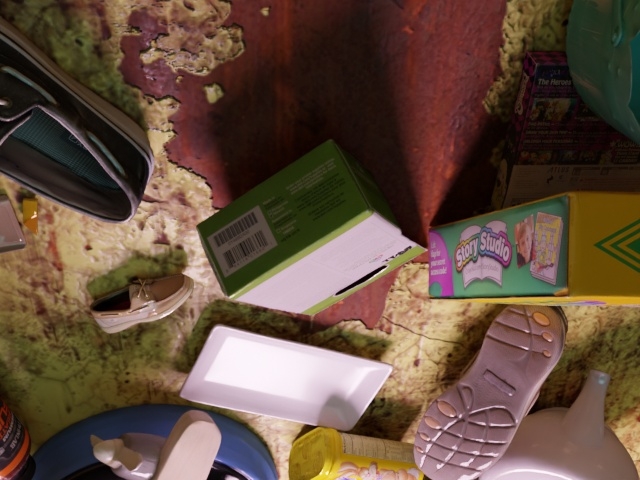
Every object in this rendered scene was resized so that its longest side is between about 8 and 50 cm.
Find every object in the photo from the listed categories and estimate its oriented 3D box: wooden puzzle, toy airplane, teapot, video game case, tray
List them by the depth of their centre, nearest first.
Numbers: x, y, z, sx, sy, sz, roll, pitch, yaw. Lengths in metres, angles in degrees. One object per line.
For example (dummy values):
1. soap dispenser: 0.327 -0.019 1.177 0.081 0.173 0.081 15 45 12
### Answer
1. wooden puzzle: -0.378 -0.017 0.986 0.116 0.014 0.078 -5 124 -8
2. video game case: 0.335 -0.121 1.024 0.232 0.042 0.210 -2 127 -10
3. toy airplane: -0.270 0.430 1.133 0.386 0.272 0.384 -40 146 -26
4. tray: -0.047 0.188 1.198 0.270 0.030 0.145 16 123 -22
5. teapot: 0.372 0.349 1.317 0.256 0.187 0.252 -24 113 41

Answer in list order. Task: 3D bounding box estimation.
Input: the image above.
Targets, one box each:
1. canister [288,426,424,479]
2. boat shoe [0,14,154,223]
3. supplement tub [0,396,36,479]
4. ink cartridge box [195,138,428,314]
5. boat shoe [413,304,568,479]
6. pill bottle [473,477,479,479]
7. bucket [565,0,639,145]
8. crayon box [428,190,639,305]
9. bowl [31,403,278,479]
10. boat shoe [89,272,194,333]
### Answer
1. canister: 0.054 0.335 1.288 0.170 0.073 0.126 14 147 -23
2. boat shoe: -0.305 -0.129 0.844 0.335 0.119 0.121 28 118 -28
3. supplement tub: -0.448 0.252 1.122 0.106 0.106 0.198 -18 129 3
4. ink cartridge box: 0.000 0.000 1.031 0.189 0.097 0.255 -31 161 13
5. boat shoe: 0.248 0.214 1.210 0.116 0.123 0.324 -17 144 -59
6. pill bottle: 0.143 0.546 1.402 0.361 0.204 0.204 -41 124 21
7. bucket: 0.393 -0.198 0.855 0.281 0.183 0.281 -4 114 -10
8. crayon box: 0.325 0.021 0.948 0.313 0.363 0.106 0 85 -12
9. bowl: -0.255 0.407 1.298 0.391 0.077 0.391 -5 128 -7
10. boat shoe: -0.222 0.073 1.061 0.135 0.050 0.045 -25 133 9
